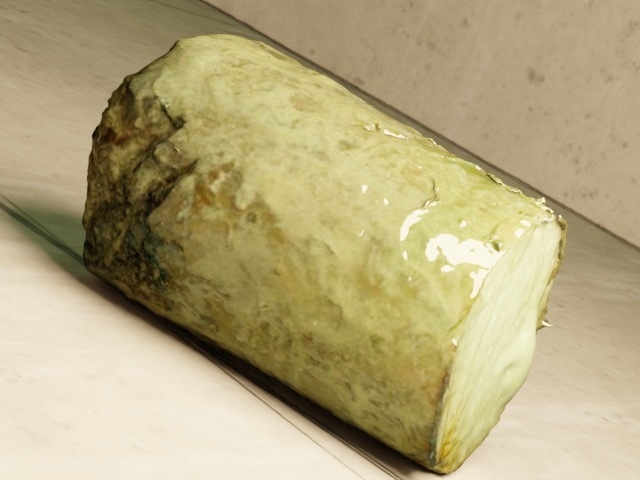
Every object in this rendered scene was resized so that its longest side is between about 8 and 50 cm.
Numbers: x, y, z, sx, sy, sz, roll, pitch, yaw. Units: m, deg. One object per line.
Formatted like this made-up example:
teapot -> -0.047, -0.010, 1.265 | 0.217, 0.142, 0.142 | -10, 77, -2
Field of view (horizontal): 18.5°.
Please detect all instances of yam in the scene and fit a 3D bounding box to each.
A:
yam -> 0.000, 0.000, 1.267 | 0.300, 0.195, 0.195 | 30, 12, 16
